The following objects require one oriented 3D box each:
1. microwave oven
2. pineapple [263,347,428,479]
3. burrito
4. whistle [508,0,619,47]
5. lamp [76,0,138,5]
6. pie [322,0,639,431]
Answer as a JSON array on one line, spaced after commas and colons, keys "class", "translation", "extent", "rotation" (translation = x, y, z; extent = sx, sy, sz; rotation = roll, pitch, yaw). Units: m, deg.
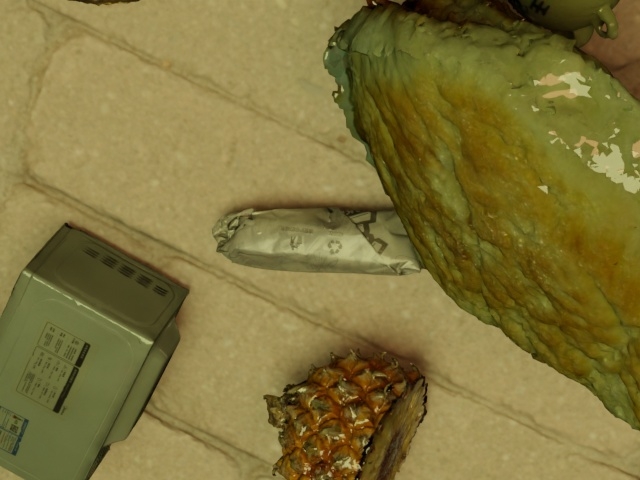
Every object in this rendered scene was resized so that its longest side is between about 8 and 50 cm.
[{"class": "microwave oven", "translation": [-0.235, 0.116, 1.882], "extent": [0.162, 0.122, 0.208], "rotation": [29, 117, 0]}, {"class": "pineapple", "translation": [0.006, 0.172, 1.831], "extent": [0.137, 0.161, 0.176], "rotation": [21, 115, 17]}, {"class": "burrito", "translation": [0.000, -0.001, 1.808], "extent": [0.203, 0.064, 0.064], "rotation": [2, 113, 15]}, {"class": "whistle", "translation": [0.157, -0.275, 1.594], "extent": [0.288, 0.106, 0.131], "rotation": [58, 159, 15]}, {"class": "lamp", "translation": [-0.182, -0.337, 1.655], "extent": [0.177, 0.177, 0.274], "rotation": [6, 112, 12]}, {"class": "pie", "translation": [0.187, -0.035, 1.550], "extent": [0.180, 0.418, 0.395], "rotation": [-37, 126, -11]}]
